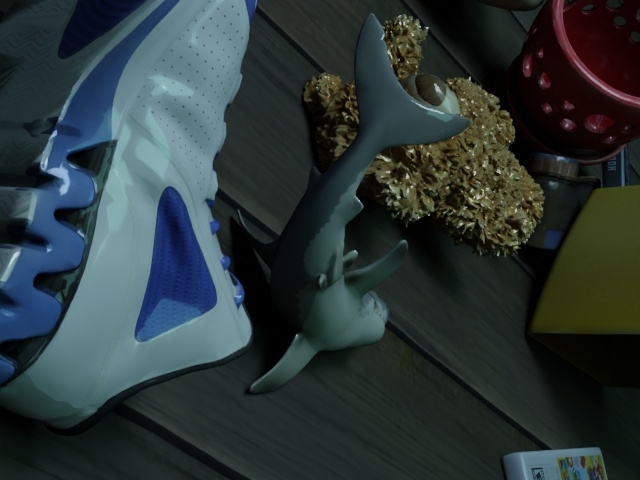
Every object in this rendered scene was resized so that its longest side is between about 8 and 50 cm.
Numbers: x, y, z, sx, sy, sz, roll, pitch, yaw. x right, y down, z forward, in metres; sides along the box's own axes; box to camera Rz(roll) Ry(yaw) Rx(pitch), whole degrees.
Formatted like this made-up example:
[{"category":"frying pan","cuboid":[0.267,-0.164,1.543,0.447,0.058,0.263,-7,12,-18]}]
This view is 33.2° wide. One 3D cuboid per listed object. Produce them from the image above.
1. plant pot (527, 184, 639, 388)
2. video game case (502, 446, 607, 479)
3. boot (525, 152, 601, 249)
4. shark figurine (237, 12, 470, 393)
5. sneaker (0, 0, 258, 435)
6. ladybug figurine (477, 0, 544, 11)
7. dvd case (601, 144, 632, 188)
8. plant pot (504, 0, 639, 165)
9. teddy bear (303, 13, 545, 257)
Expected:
[{"category":"plant pot","cuboid":[0.383,0.049,1.191,0.212,0.212,0.187,32,65,-45]},{"category":"video game case","cuboid":[0.259,0.324,1.075,0.206,0.026,0.227,13,62,-53]},{"category":"boot","cuboid":[0.279,-0.035,1.278,0.219,0.082,0.106,15,87,-64]},{"category":"shark figurine","cuboid":[-0.011,-0.008,0.755,0.166,0.278,0.116,-30,58,-29]},{"category":"sneaker","cuboid":[-0.107,-0.026,0.606,0.182,0.127,0.316,48,60,-47]},{"category":"ladybug figurine","cuboid":[0.174,-0.477,1.179,0.305,0.161,0.449,-12,100,-68]},{"category":"dvd case","cuboid":[0.390,-0.046,1.395,0.239,0.029,0.179,67,26,-45]},{"category":"plant pot","cuboid":[0.313,-0.193,1.232,0.191,0.174,0.191,8,65,-16]},{"category":"teddy bear","cuboid":[0.126,-0.095,1.022,0.338,0.113,0.245,27,50,-48]}]
